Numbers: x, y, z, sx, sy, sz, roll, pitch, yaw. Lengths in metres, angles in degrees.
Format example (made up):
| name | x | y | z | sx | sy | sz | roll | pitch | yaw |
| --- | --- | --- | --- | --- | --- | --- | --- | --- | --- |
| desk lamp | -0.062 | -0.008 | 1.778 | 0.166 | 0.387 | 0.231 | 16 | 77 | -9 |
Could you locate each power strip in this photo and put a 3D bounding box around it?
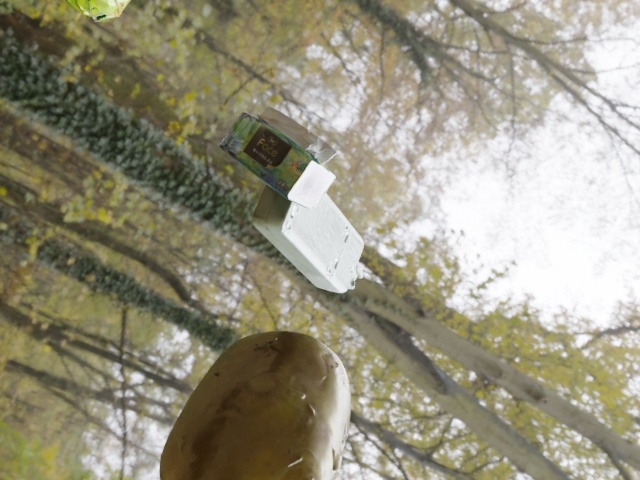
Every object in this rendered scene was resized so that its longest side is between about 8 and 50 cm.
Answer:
| name | x | y | z | sx | sy | sz | roll | pitch | yaw |
| --- | --- | --- | --- | --- | --- | --- | --- | --- | --- |
| power strip | 0.000 | 0.000 | 1.062 | 0.053 | 0.288 | 0.093 | 12 | -109 | 27 |

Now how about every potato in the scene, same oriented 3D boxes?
| name | x | y | z | sx | sy | sz | roll | pitch | yaw |
| --- | --- | --- | --- | --- | --- | --- | --- | --- | --- |
| potato | -0.067 | 0.207 | 0.788 | 0.191 | 0.141 | 0.296 | -12 | -144 | 18 |

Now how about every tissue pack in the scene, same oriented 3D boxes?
| name | x | y | z | sx | sy | sz | roll | pitch | yaw |
| --- | --- | --- | --- | --- | --- | --- | --- | --- | --- |
| tissue pack | -0.043 | -0.102 | 0.898 | 0.111 | 0.085 | 0.079 | 37 | -84 | 20 |

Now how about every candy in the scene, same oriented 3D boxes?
| name | x | y | z | sx | sy | sz | roll | pitch | yaw |
| --- | --- | --- | --- | --- | --- | --- | --- | --- | --- |
| candy | -0.186 | -0.264 | 0.598 | 0.194 | 0.062 | 0.058 | 90 | -21 | -45 |
